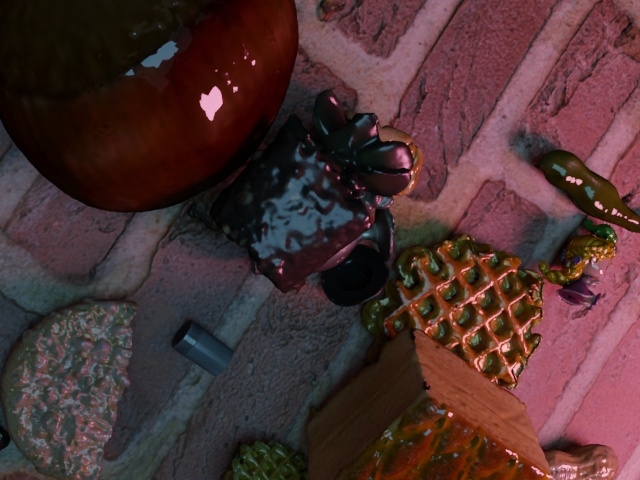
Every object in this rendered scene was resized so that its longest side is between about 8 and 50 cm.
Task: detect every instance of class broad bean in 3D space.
[{"bbox_3d":[0.496,-0.080,1.515,0.318,0.056,0.098,16,86,-23],"label":"broad bean"}]

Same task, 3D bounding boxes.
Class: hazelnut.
[{"bbox_3d":[-0.216,-0.231,1.143,0.421,0.352,0.421,-16,115,-38],"label":"hazelnut"}]

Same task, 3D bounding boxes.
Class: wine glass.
[{"bbox_3d":[0.000,0.000,1.351,0.222,0.103,0.103,-9,100,-10],"label":"wine glass"}]

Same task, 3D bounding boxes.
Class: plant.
[{"bbox_3d":[-0.008,-0.070,1.213,0.276,0.188,0.199,-43,98,-9],"label":"plant"}]

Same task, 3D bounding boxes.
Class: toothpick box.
[{"bbox_3d":[-0.182,0.166,1.349,0.083,0.052,0.052,39,86,-18],"label":"toothpick box"}]

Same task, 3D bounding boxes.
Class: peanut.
[{"bbox_3d":[0.429,0.410,1.540,0.214,0.090,0.099,-7,89,-18],"label":"peanut"}]

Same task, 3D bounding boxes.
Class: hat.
[{"bbox_3d":[0.060,0.064,1.400,0.121,0.121,0.050,-30,143,-11],"label":"hat"}]

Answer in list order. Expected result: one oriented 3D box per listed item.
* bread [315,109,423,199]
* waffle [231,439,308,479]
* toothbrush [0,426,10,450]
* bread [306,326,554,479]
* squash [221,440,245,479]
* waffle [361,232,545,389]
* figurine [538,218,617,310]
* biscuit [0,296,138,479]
[{"bbox_3d":[0.073,-0.129,1.367,0.177,0.084,0.119,19,93,-18],"label":"bread"},{"bbox_3d":[-0.079,0.405,1.365,0.169,0.036,0.183,24,58,-40],"label":"waffle"},{"bbox_3d":[-0.614,0.380,1.258,0.364,0.041,0.041,-33,105,-10],"label":"toothbrush"},{"bbox_3d":[0.160,0.329,1.349,0.279,0.207,0.279,38,108,-21],"label":"bread"},{"bbox_3d":[-0.128,0.423,1.391,0.075,0.090,0.200,-12,87,17],"label":"squash"},{"bbox_3d":[0.226,0.139,1.456,0.325,0.068,0.302,14,94,-19],"label":"waffle"},{"bbox_3d":[0.444,0.028,1.498,0.115,0.095,0.156,28,75,3],"label":"figurine"},{"bbox_3d":[-0.375,0.207,1.284,0.179,0.084,0.281,17,90,-13],"label":"biscuit"}]
